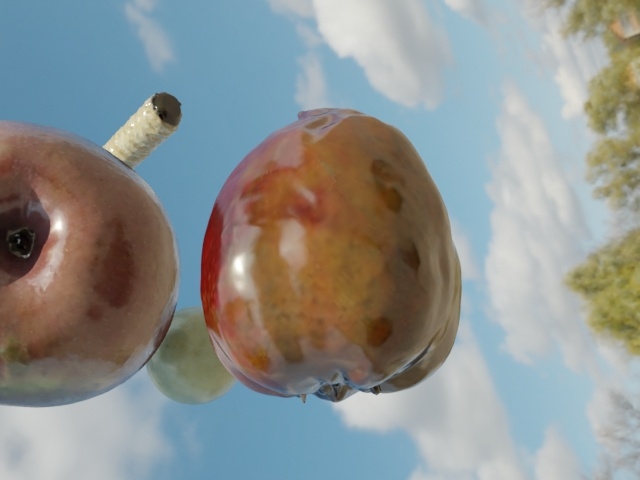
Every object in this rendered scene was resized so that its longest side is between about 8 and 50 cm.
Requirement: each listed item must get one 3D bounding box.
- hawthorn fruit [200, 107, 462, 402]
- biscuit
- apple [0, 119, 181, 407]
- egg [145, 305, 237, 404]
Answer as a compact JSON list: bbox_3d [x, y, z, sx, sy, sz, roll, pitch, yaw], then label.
[{"bbox_3d":[0.000,0.000,0.639,0.208,0.208,0.248,26,-130,-57],"label":"hawthorn fruit"},{"bbox_3d":[-0.261,-0.132,1.159,0.061,0.219,0.055,32,-131,-27],"label":"biscuit"},{"bbox_3d":[-0.287,0.023,0.803,0.235,0.306,0.305,136,120,-75],"label":"apple"},{"bbox_3d":[-0.145,0.134,0.975,0.152,0.114,0.114,43,-149,-83],"label":"egg"}]
